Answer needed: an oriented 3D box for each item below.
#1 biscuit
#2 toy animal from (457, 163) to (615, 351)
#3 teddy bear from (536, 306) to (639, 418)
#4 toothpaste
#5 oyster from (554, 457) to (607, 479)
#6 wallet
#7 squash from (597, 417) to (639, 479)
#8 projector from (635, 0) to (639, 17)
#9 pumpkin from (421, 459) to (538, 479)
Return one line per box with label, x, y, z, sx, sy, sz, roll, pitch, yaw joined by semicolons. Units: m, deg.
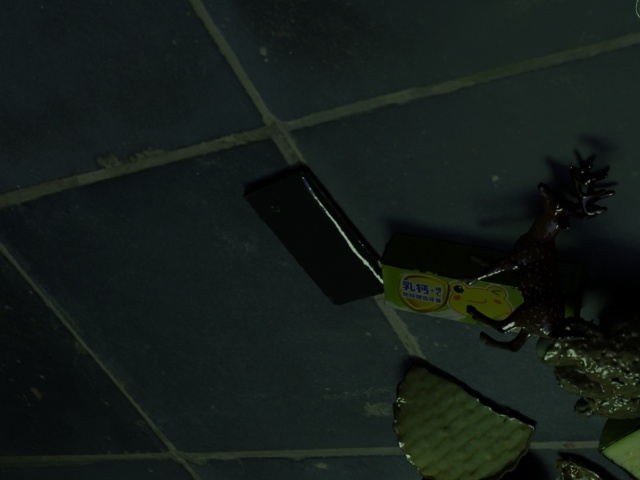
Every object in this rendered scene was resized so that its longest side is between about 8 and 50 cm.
biscuit;0.244;0.361;1.898;0.274;0.187;0.036;31;176;-2
toy animal;0.327;0.032;1.498;0.260;0.087;0.243;-19;81;37
teddy bear;0.473;0.186;1.575;0.267;0.156;0.256;-24;155;0
toothpaste;0.261;0.075;1.657;0.328;0.077;0.110;10;137;19
oyster;0.505;0.476;1.946;0.177;0.056;0.105;37;126;-12
wallet;0.000;0.000;1.756;0.146;0.030;0.285;-21;118;37
squash;0.561;0.307;1.694;0.184;0.085;0.192;-37;133;19
projector;0.419;-0.303;1.190;0.083;0.082;0.083;17;137;12
pumpkin;0.310;0.520;1.983;0.250;0.216;0.249;2;101;13
